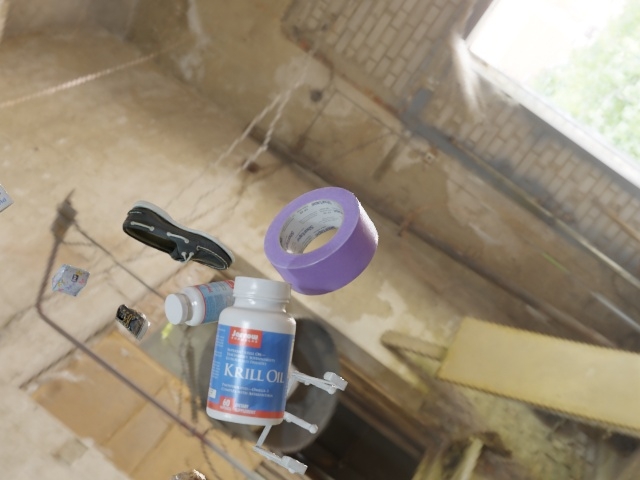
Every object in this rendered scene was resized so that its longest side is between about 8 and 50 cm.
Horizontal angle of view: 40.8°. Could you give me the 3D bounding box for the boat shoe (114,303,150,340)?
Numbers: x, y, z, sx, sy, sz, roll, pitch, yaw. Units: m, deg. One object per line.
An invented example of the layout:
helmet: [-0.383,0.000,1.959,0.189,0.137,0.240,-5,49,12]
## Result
boat shoe: [-0.546,0.235,2.472,0.065,0.083,0.183,-61,19,-2]

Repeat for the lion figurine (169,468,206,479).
lion figurine: [-0.435,0.674,2.059,0.240,0.142,0.392,-59,-27,9]

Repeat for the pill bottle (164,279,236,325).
pill bottle: [-0.252,0.137,1.863,0.160,0.087,0.087,-7,-38,-42]

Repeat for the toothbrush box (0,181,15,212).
toothbrush box: [-0.799,-0.164,1.853,0.126,0.295,0.216,-37,11,-14]

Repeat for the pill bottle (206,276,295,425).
pill bottle: [-0.105,0.171,1.354,0.124,0.124,0.221,68,-152,-84]

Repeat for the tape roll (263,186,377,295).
tape roll: [0.000,0.000,1.517,0.189,0.189,0.080,-52,-49,-19]

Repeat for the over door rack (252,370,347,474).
over door rack: [-0.040,0.447,2.107,0.239,0.108,0.324,-63,14,-15]

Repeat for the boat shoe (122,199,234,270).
boat shoe: [-0.372,0.010,2.241,0.114,0.303,0.091,-57,8,53]

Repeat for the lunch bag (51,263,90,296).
lunch bag: [-0.642,0.100,2.209,0.083,0.071,0.053,-46,40,29]
